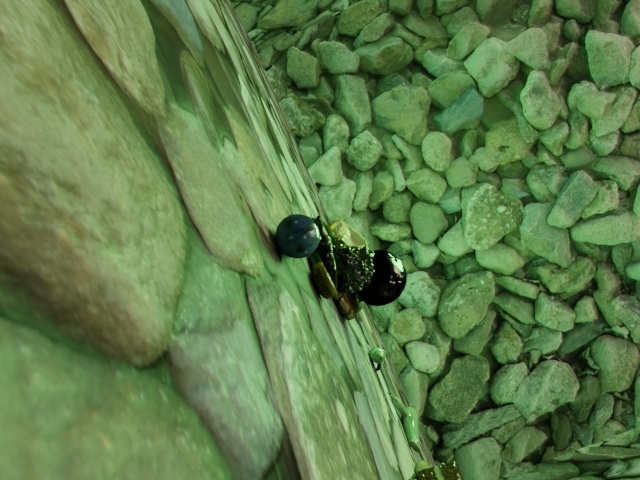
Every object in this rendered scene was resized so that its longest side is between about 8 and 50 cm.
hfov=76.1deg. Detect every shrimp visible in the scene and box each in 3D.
[{"bbox_3d":[0.060,0.124,1.416,0.233,0.071,0.365,59,13,-23],"label":"shrimp"}]

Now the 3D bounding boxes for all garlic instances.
[{"bbox_3d":[0.363,0.822,1.440,0.152,0.066,0.084,-92,-175,-68],"label":"garlic"}]

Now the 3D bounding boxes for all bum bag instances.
[{"bbox_3d":[0.008,0.036,1.161,0.102,0.069,0.248,-56,-137,40],"label":"bum bag"}]

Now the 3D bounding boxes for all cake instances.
[{"bbox_3d":[0.308,0.663,1.030,0.135,0.147,0.134,-60,125,-84],"label":"cake"}]

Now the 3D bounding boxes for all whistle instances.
[{"bbox_3d":[-0.051,-0.002,0.776,0.158,0.090,0.090,-32,-101,55],"label":"whistle"}]

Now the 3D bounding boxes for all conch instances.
[{"bbox_3d":[0.234,0.469,1.636,0.180,0.065,0.088,88,-22,-79],"label":"conch"}]

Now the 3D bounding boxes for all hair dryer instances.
[{"bbox_3d":[0.348,0.739,1.737,0.237,0.075,0.206,58,13,-12],"label":"hair dryer"}]

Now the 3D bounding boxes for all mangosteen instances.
[{"bbox_3d":[0.178,0.119,1.382,0.230,0.194,0.194,21,-39,60],"label":"mangosteen"}]

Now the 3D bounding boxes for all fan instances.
[{"bbox_3d":[-0.001,0.087,1.046,0.082,0.039,0.155,62,2,-36],"label":"fan"}]

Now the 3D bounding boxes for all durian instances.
[{"bbox_3d":[0.091,0.020,1.678,0.183,0.138,0.249,32,15,-11],"label":"durian"}]

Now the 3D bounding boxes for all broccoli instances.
[{"bbox_3d":[0.047,0.027,1.292,0.304,0.145,0.165,49,-51,40],"label":"broccoli"}]

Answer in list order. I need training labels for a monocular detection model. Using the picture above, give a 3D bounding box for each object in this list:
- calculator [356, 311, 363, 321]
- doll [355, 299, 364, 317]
[{"bbox_3d":[0.143,0.274,1.758,0.100,0.032,0.175,-104,170,-60],"label":"calculator"},{"bbox_3d":[0.114,0.222,1.569,0.150,0.078,0.115,-128,-131,-64],"label":"doll"}]
